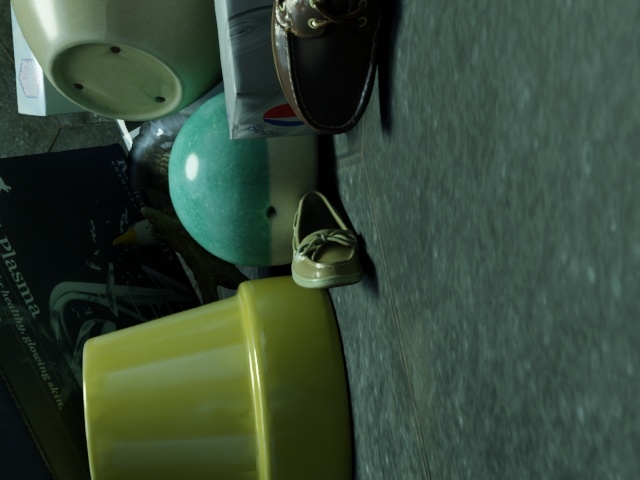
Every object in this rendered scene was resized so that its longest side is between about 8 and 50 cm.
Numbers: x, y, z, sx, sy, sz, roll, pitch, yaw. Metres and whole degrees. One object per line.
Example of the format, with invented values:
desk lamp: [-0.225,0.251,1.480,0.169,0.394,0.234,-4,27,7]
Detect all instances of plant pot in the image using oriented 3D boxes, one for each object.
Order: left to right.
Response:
plant pot: [-0.179,-0.229,0.995,0.284,0.284,0.191,104,173,-64]
plant pot: [-0.108,0.169,1.028,0.254,0.239,0.254,174,90,-81]

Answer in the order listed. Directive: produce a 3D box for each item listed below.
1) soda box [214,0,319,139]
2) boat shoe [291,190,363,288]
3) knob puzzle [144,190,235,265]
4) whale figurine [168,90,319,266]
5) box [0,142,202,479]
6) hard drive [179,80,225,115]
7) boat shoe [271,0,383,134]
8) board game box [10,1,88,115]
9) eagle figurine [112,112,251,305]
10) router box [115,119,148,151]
soda box: [-0.040,-0.230,0.838,0.091,0.098,0.286,113,151,-71]
boat shoe: [0.002,0.000,0.837,0.153,0.056,0.048,-100,3,-73]
knob puzzle: [-0.156,-0.070,1.467,0.030,0.213,0.213,-63,-24,-59]
whale figurine: [-0.079,-0.086,1.016,0.272,0.141,0.216,-106,13,-60]
box: [-0.359,0.163,1.266,0.479,0.297,0.472,63,-163,-1]
hard drive: [-0.108,-0.190,1.215,0.022,0.135,0.094,-37,-50,-57]
boat shoe: [0.005,-0.166,0.659,0.073,0.073,0.207,-116,22,-71]
board game box: [-0.214,-0.320,1.225,0.066,0.319,0.318,13,110,44]
eagle figurine: [-0.153,-0.040,1.284,0.298,0.225,0.226,-92,14,-70]
router box: [-0.248,-0.223,1.619,0.308,0.081,0.243,65,-164,5]
